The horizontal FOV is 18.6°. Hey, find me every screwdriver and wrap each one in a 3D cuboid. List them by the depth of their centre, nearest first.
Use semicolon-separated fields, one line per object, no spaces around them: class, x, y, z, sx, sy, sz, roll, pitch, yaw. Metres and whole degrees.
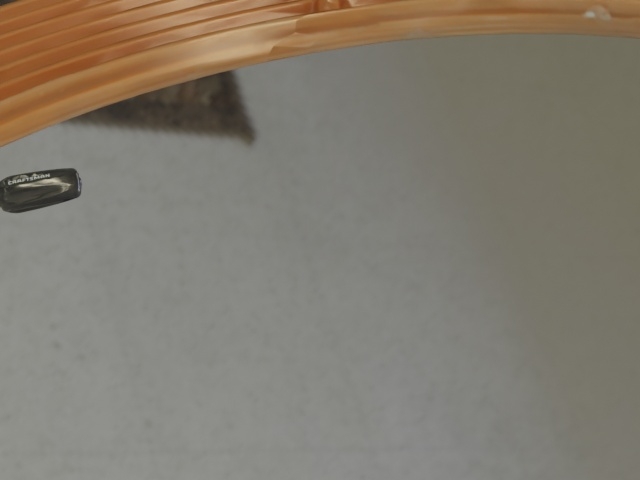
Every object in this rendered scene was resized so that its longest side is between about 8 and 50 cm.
screwdriver;-0.231;-0.023;1.206;0.170;0.024;0.025;-7;73;-3

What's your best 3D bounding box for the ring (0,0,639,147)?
ring;0.000;0.000;0.309;0.336;0.336;0.032;-47;133;-48
